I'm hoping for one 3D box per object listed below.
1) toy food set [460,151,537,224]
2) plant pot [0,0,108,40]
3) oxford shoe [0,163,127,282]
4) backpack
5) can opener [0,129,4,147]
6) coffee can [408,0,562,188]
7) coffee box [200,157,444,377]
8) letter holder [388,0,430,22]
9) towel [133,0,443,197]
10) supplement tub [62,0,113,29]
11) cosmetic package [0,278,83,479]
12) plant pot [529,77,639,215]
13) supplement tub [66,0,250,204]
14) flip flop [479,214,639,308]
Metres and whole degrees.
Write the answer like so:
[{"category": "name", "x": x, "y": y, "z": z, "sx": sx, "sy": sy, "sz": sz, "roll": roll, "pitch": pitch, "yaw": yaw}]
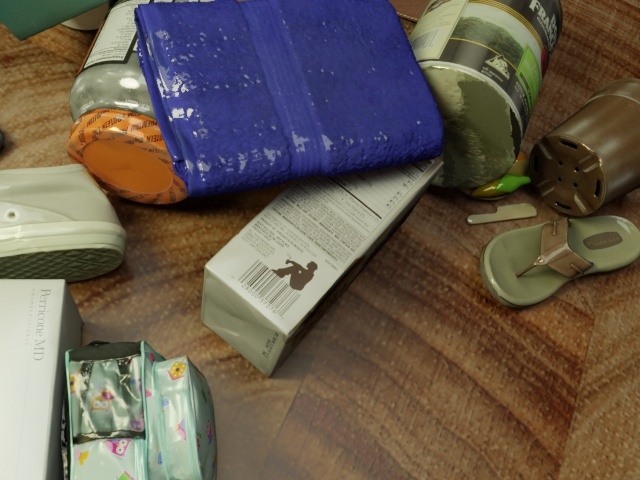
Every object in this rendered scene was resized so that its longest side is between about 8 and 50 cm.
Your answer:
[{"category": "toy food set", "x": 0.246, "y": -0.119, "z": 0.962, "sx": 0.133, "sy": 0.038, "sz": 0.191, "roll": -10, "pitch": 67, "yaw": -16}, {"category": "plant pot", "x": -0.288, "y": -0.373, "z": 0.734, "sx": 0.235, "sy": 0.165, "sz": 0.165, "roll": -17, "pitch": 71, "yaw": 2}, {"category": "oxford shoe", "x": -0.444, "y": -0.013, "z": 0.690, "sx": 0.450, "sy": 0.169, "sz": 0.129, "roll": -5, "pitch": 70, "yaw": -23}, {"category": "backpack", "x": -0.176, "y": 0.205, "z": 0.637, "sx": 0.145, "sy": 0.166, "sz": 0.188, "roll": 0, "pitch": 66, "yaw": -2}, {"category": "can opener", "x": -0.534, "y": -0.193, "z": 0.824, "sx": 0.283, "sy": 0.076, "sz": 0.095, "roll": 43, "pitch": 96, "yaw": 10}, {"category": "coffee can", "x": 0.210, "y": -0.237, "z": 0.906, "sx": 0.202, "sy": 0.201, "sz": 0.275, "roll": 27, "pitch": 56, "yaw": 2}, {"category": "coffee box", "x": 0.000, "y": 0.000, "z": 0.777, "sx": 0.119, "sy": 0.168, "sz": 0.297, "roll": 39, "pitch": 62, "yaw": 8}, {"category": "letter holder", "x": 0.124, "y": -0.514, "z": 1.086, "sx": 0.302, "sy": 0.214, "sz": 0.152, "roll": 26, "pitch": 30, "yaw": 2}, {"category": "towel", "x": -0.031, "y": -0.164, "z": 0.713, "sx": 0.309, "sy": 0.076, "sz": 0.227, "roll": -11, "pitch": 73, "yaw": -23}, {"category": "supplement tub", "x": -0.329, "y": -0.418, "z": 0.925, "sx": 0.145, "sy": 0.144, "sz": 0.199, "roll": 14, "pitch": 62, "yaw": -5}, {"category": "cosmetic package", "x": -0.366, "y": 0.163, "z": 0.634, "sx": 0.225, "sy": 0.138, "sz": 0.223, "roll": 1, "pitch": 64, "yaw": -13}, {"category": "plant pot", "x": 0.400, "y": -0.123, "z": 0.924, "sx": 0.165, "sy": 0.167, "sz": 0.167, "roll": -30, "pitch": 74, "yaw": -24}, {"category": "supplement tub", "x": -0.195, "y": -0.217, "z": 0.827, "sx": 0.194, "sy": 0.193, "sz": 0.315, "roll": 14, "pitch": 63, "yaw": -5}, {"category": "flip flop", "x": 0.342, "y": 0.014, "z": 0.893, "sx": 0.277, "sy": 0.080, "sz": 0.112, "roll": -12, "pitch": 67, "yaw": -18}]
